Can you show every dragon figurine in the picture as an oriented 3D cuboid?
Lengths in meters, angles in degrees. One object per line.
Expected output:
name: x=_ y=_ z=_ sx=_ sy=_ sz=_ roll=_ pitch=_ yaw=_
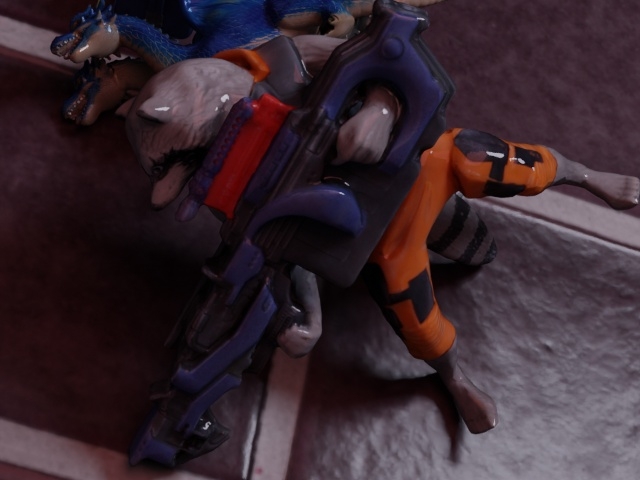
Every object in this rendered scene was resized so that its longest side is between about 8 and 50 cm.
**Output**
dragon figurine: x=-0.047 y=-0.153 z=1.248 sx=0.289 sy=0.085 sz=0.144 roll=-32 pitch=58 yaw=-9

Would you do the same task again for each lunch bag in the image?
lunch bag: x=-0.110 y=-0.196 z=1.299 sx=0.067 sy=0.098 sz=0.065 roll=12 pitch=53 yaw=-8

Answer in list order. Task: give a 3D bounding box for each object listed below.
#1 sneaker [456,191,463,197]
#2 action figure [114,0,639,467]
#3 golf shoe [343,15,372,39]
sneaker: x=0.084 y=-0.046 z=1.296 sx=0.038 sy=0.069 sz=0.098 roll=44 pitch=56 yaw=9
action figure: x=0.000 y=0.000 z=1.171 sx=0.330 sy=0.341 sz=0.178 roll=31 pitch=17 yaw=-27
golf shoe: x=-0.009 y=-0.145 z=1.332 sx=0.094 sy=0.077 sz=0.198 roll=11 pitch=53 yaw=8
